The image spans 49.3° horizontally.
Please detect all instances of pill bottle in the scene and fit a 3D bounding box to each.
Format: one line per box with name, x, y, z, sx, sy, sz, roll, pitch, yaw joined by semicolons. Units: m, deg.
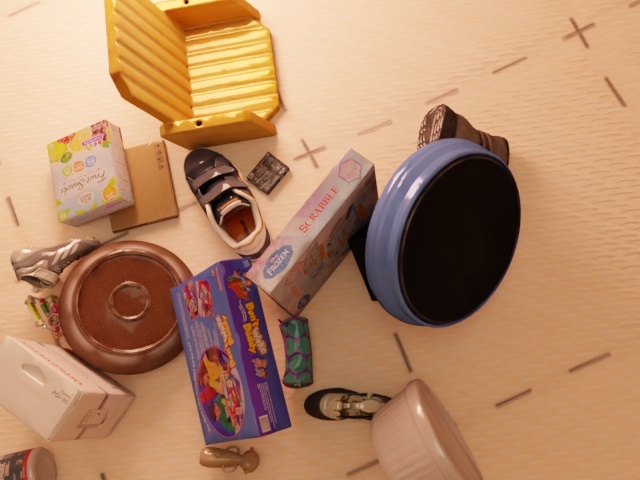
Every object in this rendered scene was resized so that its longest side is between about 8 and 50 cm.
pill bottle;-0.677;0.517;1.501;0.180;0.108;0.108;-14;75;3

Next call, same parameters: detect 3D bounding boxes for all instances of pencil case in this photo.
pencil case;-0.055;0.245;1.523;0.070;0.064;0.152;-1;75;-13

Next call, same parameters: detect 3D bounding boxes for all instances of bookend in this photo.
bookend;0.155;0.026;1.536;0.157;0.072;0.156;-41;116;-40

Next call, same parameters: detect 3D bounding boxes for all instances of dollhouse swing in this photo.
dollhouse swing;-0.281;-0.434;1.594;0.315;0.305;0.347;-9;74;4

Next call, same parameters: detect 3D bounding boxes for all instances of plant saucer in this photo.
plant saucer;-0.423;0.140;1.550;0.310;0.050;0.311;3;71;-10

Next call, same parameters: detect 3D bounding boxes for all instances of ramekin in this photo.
ramekin;0.205;0.417;1.359;0.127;0.273;0.273;-33;75;11

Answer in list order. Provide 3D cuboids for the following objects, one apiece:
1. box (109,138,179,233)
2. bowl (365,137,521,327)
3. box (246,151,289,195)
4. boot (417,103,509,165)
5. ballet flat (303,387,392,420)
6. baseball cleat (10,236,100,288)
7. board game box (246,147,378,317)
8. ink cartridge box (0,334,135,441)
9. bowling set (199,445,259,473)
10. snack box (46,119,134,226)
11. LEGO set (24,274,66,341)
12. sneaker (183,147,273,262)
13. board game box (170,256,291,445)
box;-0.438;-0.132;1.680;0.164;0.021;0.201;-15;76;3
bowl;0.260;-0.006;1.398;0.077;0.391;0.391;24;77;49
box;-0.124;-0.160;1.654;0.067;0.018;0.083;37;83;13
boot;0.301;-0.109;1.507;0.222;0.118;0.338;24;79;-25
ballet flat;0.062;0.349;1.482;0.203;0.074;0.074;2;76;7
baseball cleat;-0.593;0.054;1.587;0.206;0.072;0.109;-12;71;-37
board game box;0.000;0.000;1.448;0.066;0.319;0.318;37;82;15
ink cartridge box;-0.542;0.309;1.446;0.207;0.283;0.117;31;81;13
bowling set;-0.189;0.580;1.425;0.154;0.200;0.287;5;34;3
snack box;-0.547;-0.158;1.656;0.174;0.070;0.207;-20;75;16
LEGO set;-0.562;0.177;1.573;0.287;0.107;0.132;35;82;13
sneaker;-0.218;-0.101;1.597;0.126;0.127;0.321;-37;74;-2
board game box;-0.194;0.234;1.444;0.078;0.233;0.347;-7;78;-38
